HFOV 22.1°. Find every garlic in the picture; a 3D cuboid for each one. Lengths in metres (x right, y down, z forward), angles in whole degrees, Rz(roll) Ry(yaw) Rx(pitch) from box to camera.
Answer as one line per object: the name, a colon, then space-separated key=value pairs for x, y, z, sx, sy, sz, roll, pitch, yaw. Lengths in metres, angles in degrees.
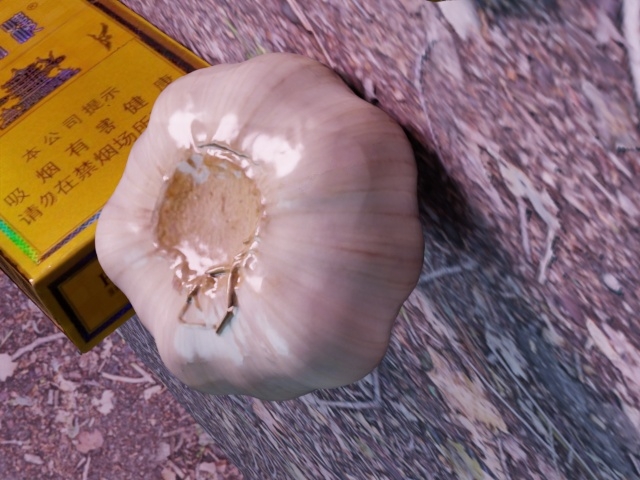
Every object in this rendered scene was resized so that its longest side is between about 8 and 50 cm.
garlic: x=0.000 y=0.000 z=0.950 sx=0.199 sy=0.199 sz=0.226 roll=43 pitch=-163 yaw=29

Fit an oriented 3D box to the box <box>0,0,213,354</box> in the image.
box: x=-0.180 y=-0.072 z=1.161 sx=0.301 sy=0.193 sz=0.084 roll=38 pitch=160 yaw=44
